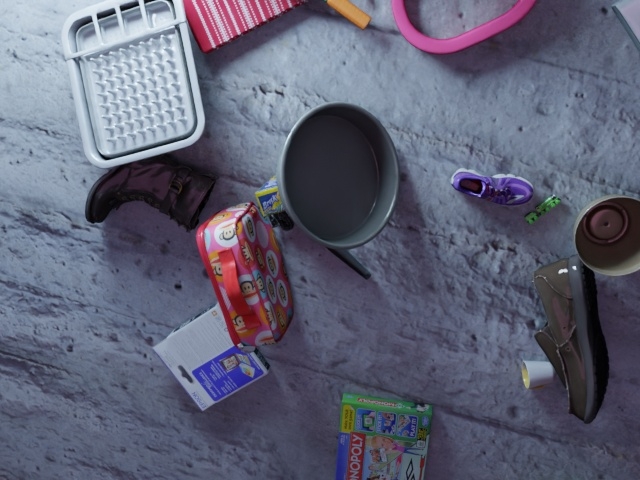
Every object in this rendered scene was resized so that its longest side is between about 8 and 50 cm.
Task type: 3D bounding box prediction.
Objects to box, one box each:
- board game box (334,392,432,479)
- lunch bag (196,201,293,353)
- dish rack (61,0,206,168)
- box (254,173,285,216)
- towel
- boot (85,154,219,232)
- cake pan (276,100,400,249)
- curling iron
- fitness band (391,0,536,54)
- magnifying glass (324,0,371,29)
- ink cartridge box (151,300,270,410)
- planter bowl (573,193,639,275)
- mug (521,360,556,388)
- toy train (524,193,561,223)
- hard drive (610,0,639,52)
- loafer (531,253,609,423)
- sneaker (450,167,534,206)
[{"bbox_3d":[0.146,0.531,1.656,0.213,0.046,0.317,6,108,6],"label":"board game box"},{"bbox_3d":[-0.154,0.079,1.447,0.120,0.258,0.293,-15,103,11],"label":"lunch bag"},{"bbox_3d":[-0.374,-0.329,1.410,0.285,0.072,0.333,-12,88,16],"label":"dish rack"},{"bbox_3d":[-0.081,-0.102,1.424,0.059,0.169,0.054,-15,105,15],"label":"box"},{"bbox_3d":[-0.165,-0.522,1.379,0.275,0.031,0.199,-23,101,13],"label":"towel"},{"bbox_3d":[-0.375,-0.090,1.517,0.229,0.091,0.263,36,107,-3],"label":"boot"},{"bbox_3d":[0.034,-0.128,1.375,0.293,0.054,0.293,-1,92,-34],"label":"cake pan"},{"bbox_3d":[0.000,0.000,1.518,0.274,0.035,0.068,34,125,-6],"label":"curling iron"},{"bbox_3d":[0.278,-0.481,1.309,0.291,0.054,0.209,-22,103,16],"label":"fitness band"},{"bbox_3d":[-0.001,-0.490,1.337,0.231,0.026,0.092,34,100,-7],"label":"magnifying glass"},{"bbox_3d":[-0.261,0.278,1.640,0.208,0.045,0.206,-32,100,16],"label":"ink cartridge box"},{"bbox_3d":[0.584,-0.023,1.376,0.162,0.109,0.162,3,109,8],"label":"planter bowl"},{"bbox_3d":[0.487,0.297,1.529,0.064,0.078,0.062,-7,74,2],"label":"mug"},{"bbox_3d":[0.463,-0.066,1.431,0.083,0.017,0.024,-41,87,18],"label":"toy train"},{"bbox_3d":[0.754,-0.445,1.248,0.353,0.047,0.233,-35,99,18],"label":"hard drive"},{"bbox_3d":[0.529,0.208,1.464,0.130,0.134,0.366,-5,98,34],"label":"loafer"},{"bbox_3d":[0.352,-0.101,1.408,0.170,0.071,0.068,8,109,6],"label":"sneaker"}]
